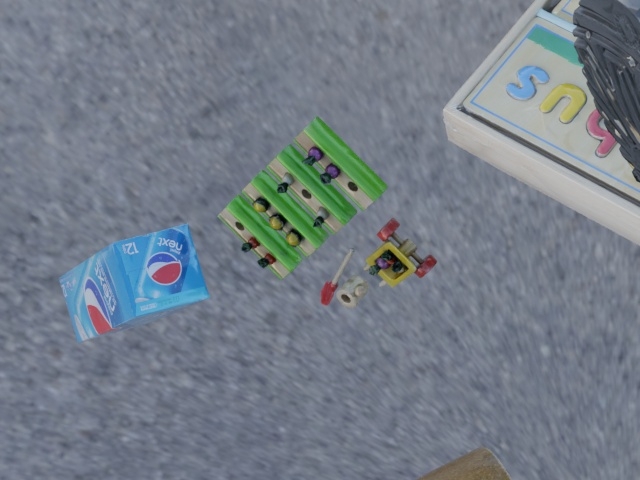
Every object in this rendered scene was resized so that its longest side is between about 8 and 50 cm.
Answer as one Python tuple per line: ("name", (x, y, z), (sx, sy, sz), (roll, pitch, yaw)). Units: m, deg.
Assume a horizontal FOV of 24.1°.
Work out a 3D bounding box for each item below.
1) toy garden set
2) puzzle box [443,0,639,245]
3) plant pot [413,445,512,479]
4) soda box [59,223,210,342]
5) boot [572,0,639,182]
("toy garden set", (0.000, 0.000, 1.668), (0.204, 0.244, 0.049), (45, 54, -3))
("puzzle box", (0.344, -0.106, 1.295), (0.409, 0.052, 0.272), (31, 71, 27))
("plant pot", (0.010, 0.264, 0.807), (0.254, 0.237, 0.237), (-19, 74, -3))
("soda box", (-0.168, 0.041, 1.320), (0.071, 0.210, 0.067), (-15, 86, -24))
("boot", (0.413, -0.171, 1.039), (0.445, 0.367, 0.146), (-37, 48, -2))
